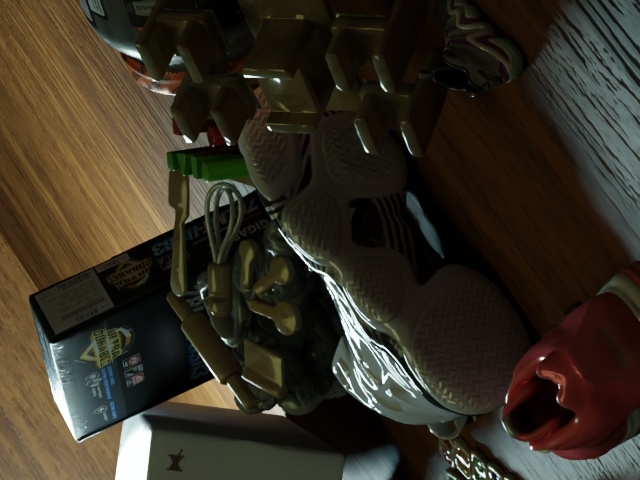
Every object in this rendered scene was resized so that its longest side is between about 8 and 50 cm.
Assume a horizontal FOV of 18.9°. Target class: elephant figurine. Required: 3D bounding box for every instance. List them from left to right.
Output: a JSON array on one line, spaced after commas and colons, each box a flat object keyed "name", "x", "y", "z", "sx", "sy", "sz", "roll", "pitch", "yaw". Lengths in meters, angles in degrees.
[{"name": "elephant figurine", "x": -0.049, "y": 0.057, "z": 2.103, "sx": 0.186, "sy": 0.169, "sz": 0.239, "roll": -5, "pitch": 114, "yaw": 28}]

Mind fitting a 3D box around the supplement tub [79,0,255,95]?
[{"name": "supplement tub", "x": -0.133, "y": -0.289, "z": 1.629, "sx": 0.193, "sy": 0.193, "sz": 0.316, "roll": 43, "pitch": 158, "yaw": 43}]

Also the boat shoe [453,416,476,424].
[{"name": "boat shoe", "x": 0.111, "y": 0.155, "z": 1.965, "sx": 0.133, "sy": 0.042, "sz": 0.049, "roll": 38, "pitch": 151, "yaw": 47}]

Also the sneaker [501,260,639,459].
[{"name": "sneaker", "x": 0.188, "y": 0.113, "z": 1.500, "sx": 0.116, "sy": 0.136, "sz": 0.314, "roll": 56, "pitch": 163, "yaw": 14}]

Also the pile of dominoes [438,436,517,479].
[{"name": "pile of dominoes", "x": 0.190, "y": 0.310, "z": 2.007, "sx": 0.251, "sy": 0.040, "sz": 0.196, "roll": 33, "pitch": 150, "yaw": 55}]

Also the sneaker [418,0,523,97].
[{"name": "sneaker", "x": 0.097, "y": -0.141, "z": 1.434, "sx": 0.098, "sy": 0.069, "sz": 0.038, "roll": 45, "pitch": 158, "yaw": 39}]

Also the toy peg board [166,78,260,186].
[{"name": "toy peg board", "x": -0.101, "y": -0.130, "z": 1.921, "sx": 0.161, "sy": 0.079, "sz": 0.160, "roll": -160, "pitch": 63, "yaw": -64}]

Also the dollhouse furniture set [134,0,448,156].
[{"name": "dollhouse furniture set", "x": -0.022, "y": -0.202, "z": 1.503, "sx": 0.212, "sy": 0.161, "sz": 0.242, "roll": 4, "pitch": 143, "yaw": 25}]

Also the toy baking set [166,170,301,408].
[{"name": "toy baking set", "x": -0.095, "y": 0.049, "z": 2.024, "sx": 0.256, "sy": 0.030, "sz": 0.196, "roll": 49, "pitch": 132, "yaw": 27}]

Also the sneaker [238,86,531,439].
[{"name": "sneaker", "x": 0.039, "y": 0.030, "z": 1.779, "sx": 0.366, "sy": 0.137, "sz": 0.210, "roll": 52, "pitch": 160, "yaw": 12}]

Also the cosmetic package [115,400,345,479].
[{"name": "cosmetic package", "x": -0.127, "y": 0.304, "z": 2.411, "sx": 0.453, "sy": 0.230, "sz": 0.161, "roll": 179, "pitch": 99, "yaw": -81}]

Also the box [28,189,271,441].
[{"name": "box", "x": -0.182, "y": 0.094, "z": 2.257, "sx": 0.073, "sy": 0.293, "sz": 0.295, "roll": 60, "pitch": 165, "yaw": 25}]
